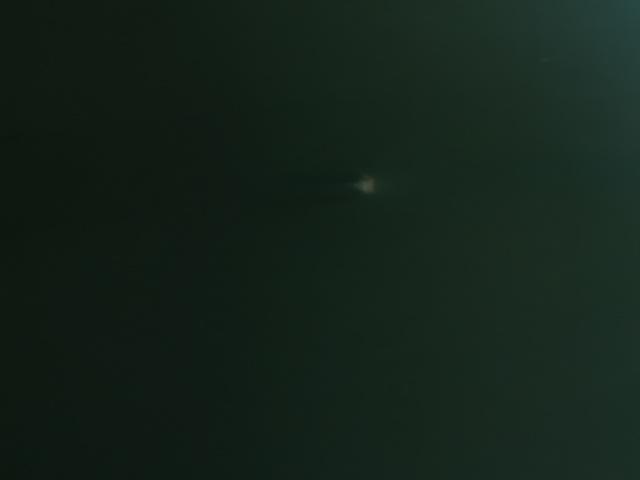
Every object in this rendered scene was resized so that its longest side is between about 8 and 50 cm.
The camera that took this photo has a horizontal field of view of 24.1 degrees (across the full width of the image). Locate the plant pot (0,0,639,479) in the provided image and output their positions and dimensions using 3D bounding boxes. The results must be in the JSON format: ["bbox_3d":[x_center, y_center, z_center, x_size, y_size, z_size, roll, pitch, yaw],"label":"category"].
[{"bbox_3d":[-0.073,0.019,0.237,0.235,0.293,0.293,-2,-146,30],"label":"plant pot"}]
